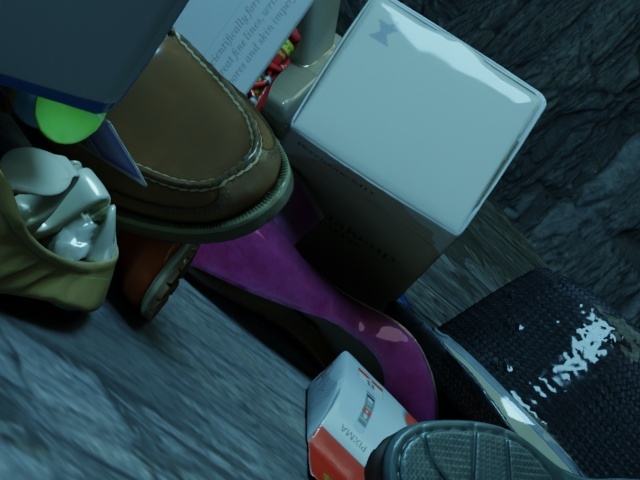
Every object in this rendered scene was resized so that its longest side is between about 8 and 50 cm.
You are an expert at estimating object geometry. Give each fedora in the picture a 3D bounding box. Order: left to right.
[{"bbox_3d":[0.200,0.139,1.510,0.334,0.152,0.334,48,-4,4],"label":"fedora"}]

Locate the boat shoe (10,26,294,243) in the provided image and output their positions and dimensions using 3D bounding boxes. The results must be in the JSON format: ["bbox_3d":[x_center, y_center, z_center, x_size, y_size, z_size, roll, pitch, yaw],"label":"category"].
[{"bbox_3d":[-0.141,-0.105,1.152,0.307,0.110,0.104,34,-26,35],"label":"boat shoe"}]

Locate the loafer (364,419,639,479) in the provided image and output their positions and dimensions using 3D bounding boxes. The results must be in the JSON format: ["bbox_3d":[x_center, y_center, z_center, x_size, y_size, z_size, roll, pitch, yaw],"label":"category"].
[{"bbox_3d":[0.130,0.183,1.268,0.267,0.084,0.096,19,66,-30],"label":"loafer"}]

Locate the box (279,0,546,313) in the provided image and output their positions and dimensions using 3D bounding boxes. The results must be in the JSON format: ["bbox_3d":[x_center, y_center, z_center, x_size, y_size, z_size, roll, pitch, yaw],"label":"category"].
[{"bbox_3d":[0.045,-0.055,1.460,0.148,0.121,0.311,33,-14,1],"label":"box"}]

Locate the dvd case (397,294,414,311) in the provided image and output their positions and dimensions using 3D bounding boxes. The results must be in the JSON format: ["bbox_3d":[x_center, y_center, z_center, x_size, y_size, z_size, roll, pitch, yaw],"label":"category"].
[{"bbox_3d":[0.000,0.000,1.769,0.253,0.022,0.180,42,11,-31],"label":"dvd case"}]

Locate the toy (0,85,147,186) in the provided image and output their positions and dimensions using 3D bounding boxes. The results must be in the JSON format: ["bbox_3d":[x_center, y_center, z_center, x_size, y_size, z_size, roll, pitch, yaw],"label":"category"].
[{"bbox_3d":[-0.200,-0.098,1.065,0.237,0.056,0.137,24,-28,46],"label":"toy"}]

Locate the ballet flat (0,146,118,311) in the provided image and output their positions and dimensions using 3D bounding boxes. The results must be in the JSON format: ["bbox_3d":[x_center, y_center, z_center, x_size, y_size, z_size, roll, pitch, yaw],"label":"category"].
[{"bbox_3d":[-0.139,-0.008,0.983,0.080,0.073,0.232,49,9,10],"label":"ballet flat"}]

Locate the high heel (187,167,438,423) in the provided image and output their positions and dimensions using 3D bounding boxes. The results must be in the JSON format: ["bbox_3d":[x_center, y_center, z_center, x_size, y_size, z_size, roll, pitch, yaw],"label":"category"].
[{"bbox_3d":[-0.005,0.073,1.370,0.117,0.082,0.244,-45,117,-39],"label":"high heel"}]

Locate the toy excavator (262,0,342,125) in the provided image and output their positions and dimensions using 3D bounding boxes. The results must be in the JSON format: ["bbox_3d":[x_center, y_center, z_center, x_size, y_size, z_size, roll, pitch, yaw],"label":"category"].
[{"bbox_3d":[-0.049,-0.273,1.870,0.222,0.433,0.445,35,30,21],"label":"toy excavator"}]

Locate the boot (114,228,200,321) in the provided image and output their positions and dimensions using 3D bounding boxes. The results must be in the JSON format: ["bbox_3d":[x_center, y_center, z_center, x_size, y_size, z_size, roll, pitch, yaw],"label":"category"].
[{"bbox_3d":[-0.116,-0.006,1.173,0.084,0.059,0.158,31,13,-16],"label":"boot"}]

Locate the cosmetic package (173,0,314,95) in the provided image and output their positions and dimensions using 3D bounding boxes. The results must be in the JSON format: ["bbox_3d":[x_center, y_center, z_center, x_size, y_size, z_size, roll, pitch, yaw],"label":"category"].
[{"bbox_3d":[-0.080,-0.199,1.358,0.151,0.151,0.184,34,6,-9],"label":"cosmetic package"}]

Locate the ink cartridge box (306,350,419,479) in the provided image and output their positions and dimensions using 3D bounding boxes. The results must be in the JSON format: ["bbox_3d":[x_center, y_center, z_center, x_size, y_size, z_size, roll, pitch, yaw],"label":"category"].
[{"bbox_3d":[0.053,0.155,1.279,0.145,0.045,0.179,45,7,-10],"label":"ink cartridge box"}]

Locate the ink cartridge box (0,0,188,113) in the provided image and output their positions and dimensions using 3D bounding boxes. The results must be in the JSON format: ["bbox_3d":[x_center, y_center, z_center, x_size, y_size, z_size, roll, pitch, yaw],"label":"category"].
[{"bbox_3d":[-0.197,-0.285,0.929,0.285,0.166,0.395,16,45,-24],"label":"ink cartridge box"}]

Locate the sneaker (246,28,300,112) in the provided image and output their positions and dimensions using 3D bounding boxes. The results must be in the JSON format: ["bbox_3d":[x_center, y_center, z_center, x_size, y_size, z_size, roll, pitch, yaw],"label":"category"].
[{"bbox_3d":[-0.072,-0.133,1.520,0.107,0.118,0.279,49,28,-48],"label":"sneaker"}]
